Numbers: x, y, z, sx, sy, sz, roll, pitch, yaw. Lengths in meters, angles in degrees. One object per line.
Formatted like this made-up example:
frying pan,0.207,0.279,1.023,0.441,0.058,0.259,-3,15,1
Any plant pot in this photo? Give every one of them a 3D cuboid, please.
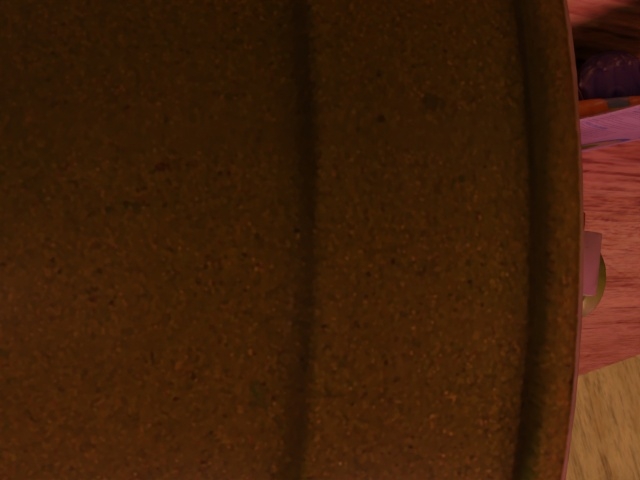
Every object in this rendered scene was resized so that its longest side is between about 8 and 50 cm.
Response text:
plant pot,-0.149,0.002,0.628,0.353,0.367,0.366,1,164,-15

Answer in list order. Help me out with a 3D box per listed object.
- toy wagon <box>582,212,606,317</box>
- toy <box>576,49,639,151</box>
toy wagon,0.000,0.000,1.197,0.344,0.068,0.267,6,179,44
toy,0.142,-0.081,1.186,0.237,0.056,0.137,-16,172,30
